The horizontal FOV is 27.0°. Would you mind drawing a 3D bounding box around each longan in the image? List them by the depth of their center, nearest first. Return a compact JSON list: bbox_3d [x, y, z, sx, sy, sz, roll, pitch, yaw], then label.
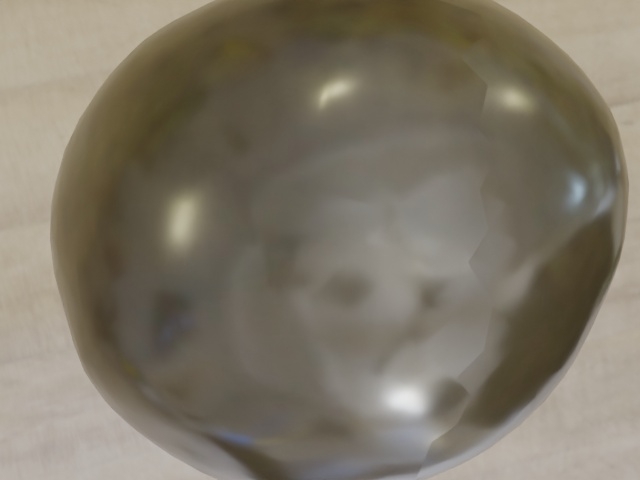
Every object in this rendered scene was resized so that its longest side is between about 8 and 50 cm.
[{"bbox_3d":[0.000,0.000,0.487,0.196,0.220,0.196,15,68,-41],"label":"longan"}]
